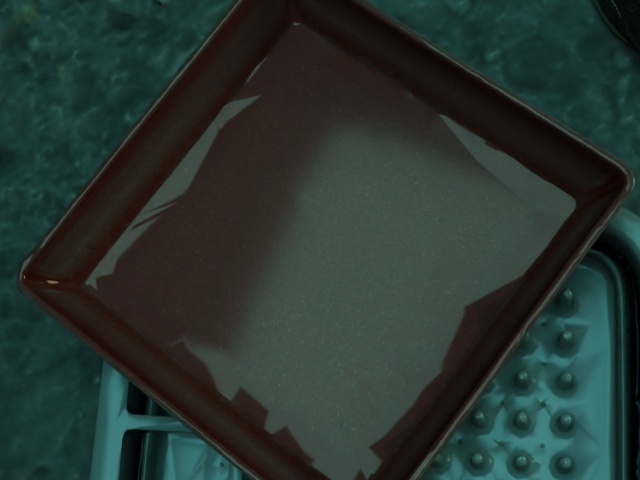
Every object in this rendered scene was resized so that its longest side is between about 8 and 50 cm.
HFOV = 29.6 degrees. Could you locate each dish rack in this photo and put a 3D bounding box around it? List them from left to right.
[{"bbox_3d":[0.036,0.117,0.715,0.333,0.072,0.285,0,74,12],"label":"dish rack"}]

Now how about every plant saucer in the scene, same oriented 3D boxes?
[{"bbox_3d":[0.000,0.000,0.695,0.259,0.048,0.258,36,83,17],"label":"plant saucer"}]

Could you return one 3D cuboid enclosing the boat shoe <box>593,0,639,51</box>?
[{"bbox_3d":[0.220,-0.136,0.760,0.056,0.049,0.152,-34,70,1],"label":"boat shoe"}]
